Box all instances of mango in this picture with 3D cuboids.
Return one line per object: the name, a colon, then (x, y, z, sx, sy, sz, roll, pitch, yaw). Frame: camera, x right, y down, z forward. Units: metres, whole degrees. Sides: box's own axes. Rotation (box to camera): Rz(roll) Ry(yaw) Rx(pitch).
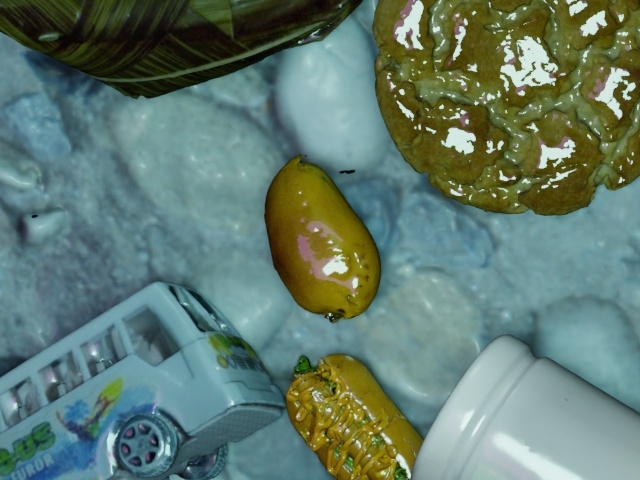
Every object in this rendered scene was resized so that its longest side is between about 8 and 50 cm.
mango: (0.000, 0.000, 1.307, 0.077, 0.063, 0.127, -30, 76, 21)

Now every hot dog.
hot dog: (0.038, 0.158, 1.299, 0.072, 0.055, 0.188, -42, 79, 15)

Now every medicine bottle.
medicine bottle: (0.196, 0.179, 1.208, 0.249, 0.133, 0.133, 30, 99, 16)

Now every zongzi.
zongzi: (-0.091, -0.178, 1.241, 0.247, 0.241, 0.111, -16, 85, 17)

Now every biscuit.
biscuit: (0.143, -0.121, 1.239, 0.225, 0.042, 0.226, 0, 99, 1)

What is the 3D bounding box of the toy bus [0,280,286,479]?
toy bus: (-0.193, 0.157, 1.353, 0.329, 0.109, 0.136, -31, 70, 15)
